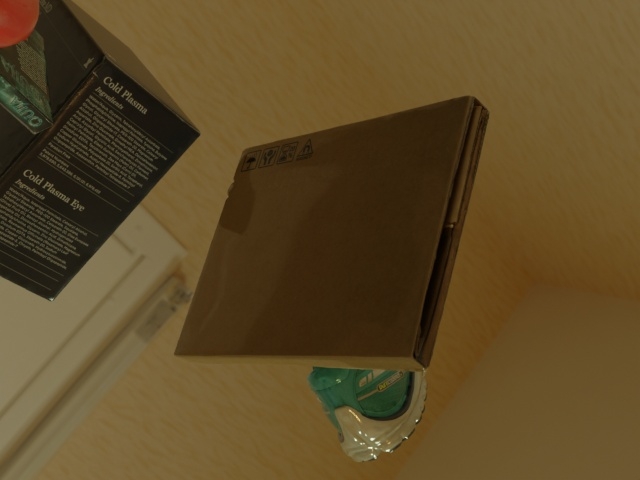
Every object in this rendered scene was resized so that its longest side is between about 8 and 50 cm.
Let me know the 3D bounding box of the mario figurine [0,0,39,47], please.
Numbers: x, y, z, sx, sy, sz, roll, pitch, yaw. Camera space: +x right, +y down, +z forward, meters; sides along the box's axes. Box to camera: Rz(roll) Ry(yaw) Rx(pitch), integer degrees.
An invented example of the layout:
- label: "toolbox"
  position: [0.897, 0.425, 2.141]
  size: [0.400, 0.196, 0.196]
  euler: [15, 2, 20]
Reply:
- label: "mario figurine"
  position: [-0.159, -0.226, 0.365]
  size: [0.321, 0.198, 0.170]
  euler: [-55, -153, 11]

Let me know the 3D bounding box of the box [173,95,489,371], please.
- label: "box"
  position: [0.000, 0.000, 0.530]
  size: [0.201, 0.021, 0.165]
  euler: [-6, -121, 43]

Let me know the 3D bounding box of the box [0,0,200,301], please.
- label: "box"
  position: [-0.382, -0.150, 1.200]
  size: [0.312, 0.179, 0.343]
  euler: [-48, -137, 6]

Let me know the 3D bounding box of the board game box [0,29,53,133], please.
- label: "board game box"
  position: [-0.316, -0.199, 0.793]
  size: [0.026, 0.186, 0.126]
  euler: [-22, -122, 9]

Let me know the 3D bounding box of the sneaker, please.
- label: "sneaker"
  position: [0.042, 0.067, 0.772]
  size: [0.107, 0.110, 0.275]
  euler: [-28, -155, 20]
